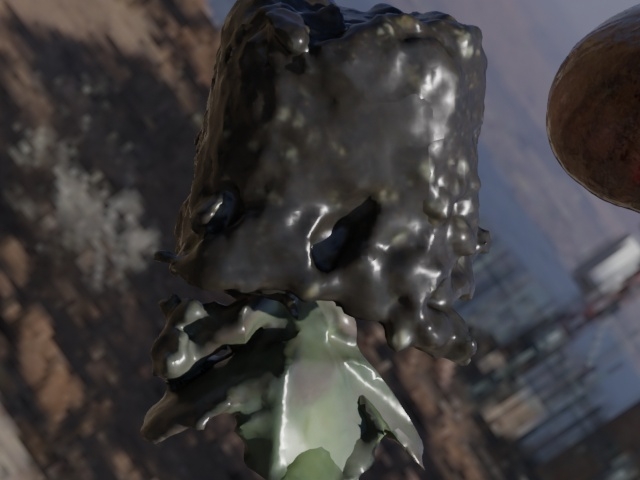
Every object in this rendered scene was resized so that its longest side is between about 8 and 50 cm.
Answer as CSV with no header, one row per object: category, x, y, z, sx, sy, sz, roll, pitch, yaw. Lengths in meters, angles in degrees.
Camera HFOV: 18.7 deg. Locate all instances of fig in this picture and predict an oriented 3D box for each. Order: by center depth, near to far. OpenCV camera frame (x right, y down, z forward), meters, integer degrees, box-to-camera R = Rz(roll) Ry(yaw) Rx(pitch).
fig,0.238,-0.086,1.184,0.149,0.148,0.202,43,-30,-18

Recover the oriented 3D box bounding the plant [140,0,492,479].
plant,0.000,0.000,0.793,0.131,0.142,0.203,-106,-162,-72
